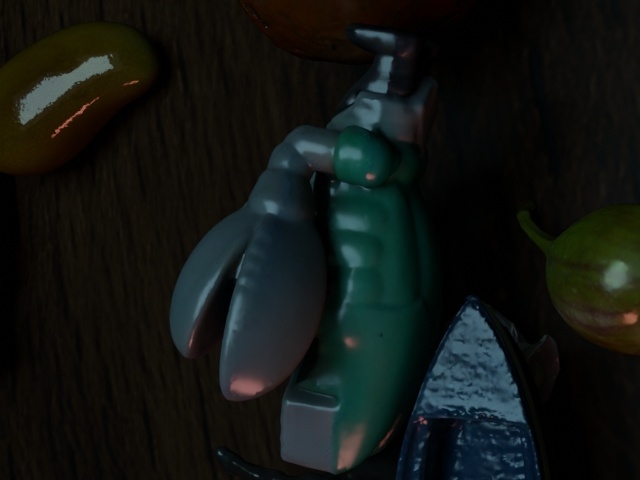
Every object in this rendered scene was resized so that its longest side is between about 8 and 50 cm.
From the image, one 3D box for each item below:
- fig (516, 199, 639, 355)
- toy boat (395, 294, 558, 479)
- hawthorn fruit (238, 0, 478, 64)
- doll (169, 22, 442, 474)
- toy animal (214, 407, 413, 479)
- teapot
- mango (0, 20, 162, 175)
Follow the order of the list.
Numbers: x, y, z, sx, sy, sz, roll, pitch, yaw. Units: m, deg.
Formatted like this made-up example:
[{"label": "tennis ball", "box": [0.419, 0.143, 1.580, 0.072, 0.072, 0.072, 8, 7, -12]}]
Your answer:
[{"label": "fig", "box": [0.165, 0.022, 0.930, 0.166, 0.093, 0.093, 178, 101, -70]}, {"label": "toy boat", "box": [0.095, 0.178, 0.913, 0.096, 0.062, 0.299, 2, 95, 29]}, {"label": "hawthorn fruit", "box": [0.009, -0.259, 0.988, 0.211, 0.299, 0.211, -18, 34, 12]}, {"label": "doll", "box": [0.006, 0.006, 0.964, 0.153, 0.195, 0.258, 11, 70, 21]}, {"label": "toy animal", "box": [0.013, 0.192, 1.013, 0.148, 0.084, 0.232, -21, 64, 37]}, {"label": "teapot", "box": [0.105, 0.084, 0.966, 0.064, 0.064, 0.083, 20, 91, 35]}, {"label": "mango", "box": [-0.210, -0.119, 1.282, 0.184, 0.085, 0.102, -32, 62, 28]}]
